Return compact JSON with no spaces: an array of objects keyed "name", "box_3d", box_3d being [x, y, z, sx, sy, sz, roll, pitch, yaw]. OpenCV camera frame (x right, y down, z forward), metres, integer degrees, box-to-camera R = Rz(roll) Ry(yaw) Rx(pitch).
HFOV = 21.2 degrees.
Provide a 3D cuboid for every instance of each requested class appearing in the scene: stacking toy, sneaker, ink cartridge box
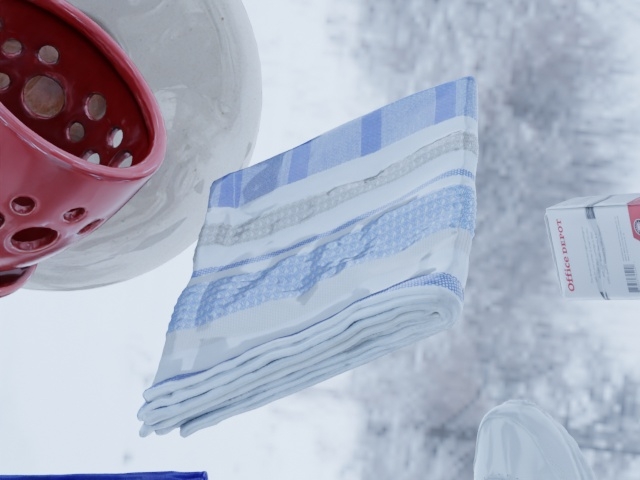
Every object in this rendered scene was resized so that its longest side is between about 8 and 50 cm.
[{"name":"stacking toy","box_3d":[-0.275,-0.102,1.568,0.480,0.350,0.351,153,-54,-70]},{"name":"sneaker","box_3d":[0.125,0.222,1.132,0.115,0.090,0.232,2,82,-44]},{"name":"ink cartridge box","box_3d":[0.298,0.005,1.688,0.056,0.135,0.099,-22,103,-40]}]

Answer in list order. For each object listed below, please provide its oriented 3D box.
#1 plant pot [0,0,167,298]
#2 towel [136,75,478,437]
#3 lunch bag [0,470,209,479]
[{"name":"plant pot","box_3d":[-0.231,-0.063,1.193,0.174,0.191,0.191,-44,-165,25]},{"name":"towel","box_3d":[0.000,0.000,1.050,0.034,0.209,0.285,58,22,-24]},{"name":"lunch bag","box_3d":[-0.245,0.340,1.712,0.138,0.293,0.221,-62,148,-49]}]
